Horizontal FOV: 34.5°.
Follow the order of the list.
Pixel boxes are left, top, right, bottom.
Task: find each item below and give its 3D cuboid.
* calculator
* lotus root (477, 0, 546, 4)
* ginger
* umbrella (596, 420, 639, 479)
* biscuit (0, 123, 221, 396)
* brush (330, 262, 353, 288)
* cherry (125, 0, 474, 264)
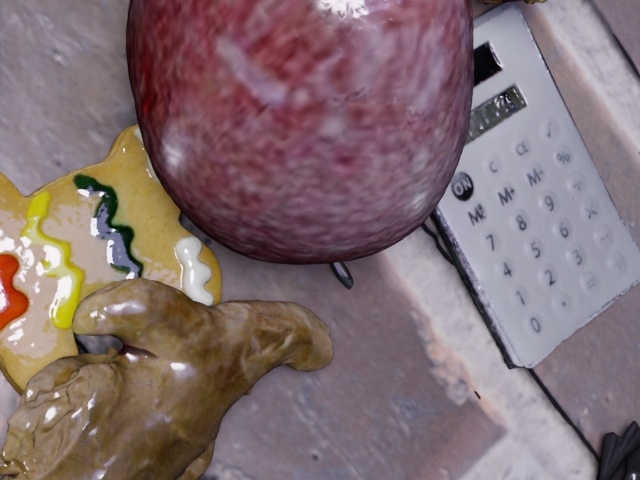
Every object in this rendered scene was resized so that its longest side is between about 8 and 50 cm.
[{"bbox_3d":[0.150,-0.048,0.809,0.161,0.021,0.261,-33,99,-24],"label":"calculator"},{"bbox_3d":[0.070,-0.287,0.729,0.314,0.141,0.169,47,66,-4],"label":"lotus root"},{"bbox_3d":[-0.130,0.128,0.623,0.333,0.080,0.166,-42,129,-16],"label":"ginger"},{"bbox_3d":[0.249,0.200,0.786,0.340,0.118,0.118,-37,101,-23],"label":"umbrella"},{"bbox_3d":[-0.177,0.021,0.646,0.240,0.035,0.158,-24,93,-25],"label":"biscuit"},{"bbox_3d":[0.000,0.000,0.742,0.024,0.008,0.083,-37,100,-26],"label":"brush"},{"bbox_3d":[-0.009,-0.108,0.609,0.203,0.300,0.230,-2,67,-20],"label":"cherry"}]
